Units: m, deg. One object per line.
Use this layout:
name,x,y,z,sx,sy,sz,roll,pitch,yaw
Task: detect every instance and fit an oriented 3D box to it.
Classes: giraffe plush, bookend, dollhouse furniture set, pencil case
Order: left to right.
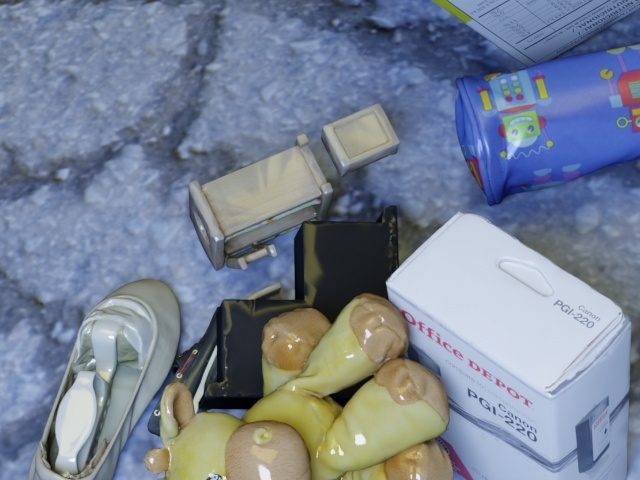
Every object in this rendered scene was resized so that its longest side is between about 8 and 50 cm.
giraffe plush,-0.034,0.146,1.107,0.170,0.210,0.181,-13,72,-49
bookend,-0.018,0.055,1.274,0.157,0.072,0.156,0,76,-9
dollhouse furniture set,0.000,0.000,1.387,0.182,0.101,0.161,-23,76,-11
pencil case,0.270,-0.117,1.398,0.306,0.133,0.119,-12,87,0

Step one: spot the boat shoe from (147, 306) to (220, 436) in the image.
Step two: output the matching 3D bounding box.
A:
boat shoe,-0.104,0.107,1.320,0.042,0.049,0.133,16,60,11

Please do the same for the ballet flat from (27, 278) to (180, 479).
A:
ballet flat,-0.176,0.113,1.305,0.086,0.086,0.248,6,52,13

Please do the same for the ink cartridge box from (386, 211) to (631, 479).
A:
ink cartridge box,0.142,0.104,1.173,0.158,0.218,0.092,35,63,31

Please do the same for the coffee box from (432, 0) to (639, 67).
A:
coffee box,0.204,-0.405,1.386,0.338,0.334,0.337,-30,68,22
